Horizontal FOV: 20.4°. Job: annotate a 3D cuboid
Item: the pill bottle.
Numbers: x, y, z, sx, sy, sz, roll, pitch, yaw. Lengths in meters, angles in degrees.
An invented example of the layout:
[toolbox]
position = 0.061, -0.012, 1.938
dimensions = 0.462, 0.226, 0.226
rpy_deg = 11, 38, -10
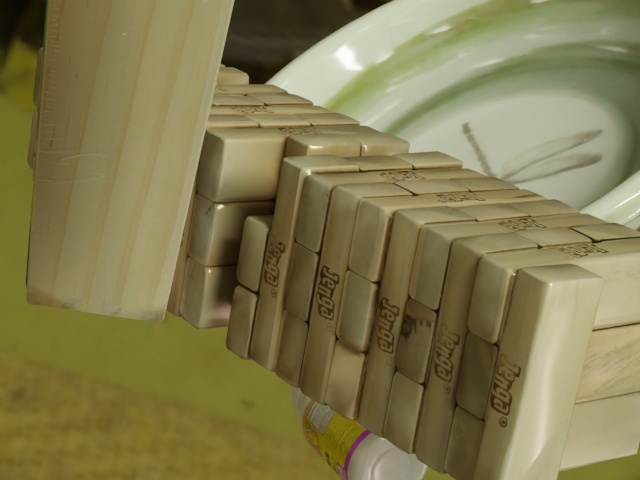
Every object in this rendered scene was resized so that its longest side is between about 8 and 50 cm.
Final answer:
[pill bottle]
position = 0.017, 0.094, 0.888
dimensions = 0.043, 0.043, 0.083
rpy_deg = -3, 24, -27

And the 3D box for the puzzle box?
[puzzle box]
position = -0.043, -0.212, 0.603
dimensions = 0.052, 0.272, 0.409
rpy_deg = 8, 58, -6

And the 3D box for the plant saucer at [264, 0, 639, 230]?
[plant saucer]
position = 0.111, -0.058, 1.226
dimensions = 0.400, 0.101, 0.400
rpy_deg = -18, 32, 12

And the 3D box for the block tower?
[block tower]
position = 0.000, 0.000, 0.755
dimensions = 0.097, 0.091, 0.335
rpy_deg = -5, 22, -38
